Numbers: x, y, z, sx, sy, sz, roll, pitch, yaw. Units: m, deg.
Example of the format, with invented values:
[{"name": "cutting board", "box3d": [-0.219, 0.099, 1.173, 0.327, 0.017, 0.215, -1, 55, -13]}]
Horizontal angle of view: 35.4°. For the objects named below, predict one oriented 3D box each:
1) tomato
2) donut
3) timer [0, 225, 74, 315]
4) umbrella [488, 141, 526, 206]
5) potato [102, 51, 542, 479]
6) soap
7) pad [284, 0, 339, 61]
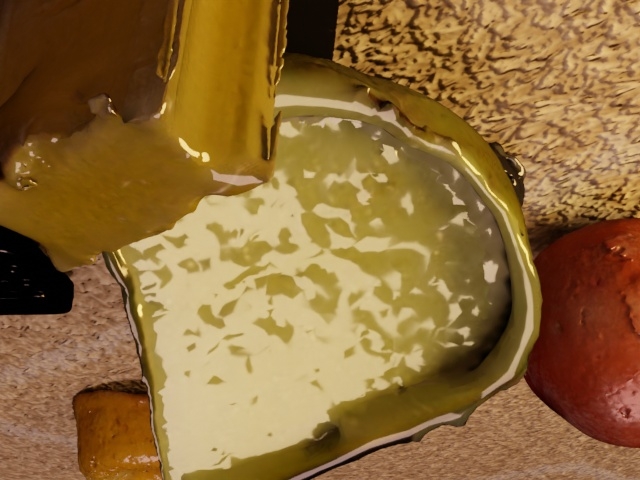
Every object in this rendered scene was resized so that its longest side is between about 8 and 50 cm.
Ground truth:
[{"name": "tomato", "box3d": [0.272, 0.086, 0.899, 0.208, 0.208, 0.184, 13, 135, -26]}, {"name": "donut", "box3d": [-0.216, 0.288, 1.415, 0.278, 0.108, 0.277, -1, 154, -1]}, {"name": "timer", "box3d": [-0.320, 0.024, 0.931, 0.144, 0.055, 0.187, 0, 158, 3]}, {"name": "umbrella", "box3d": [0.030, 0.038, 0.864, 0.337, 0.154, 0.128, -18, -170, 33]}, {"name": "potato", "box3d": [0.000, 0.000, 0.725, 0.280, 0.212, 0.330, -8, 117, 3]}, {"name": "soap", "box3d": [-0.083, -0.112, 0.448, 0.135, 0.233, 0.076, -20, 140, 32]}, {"name": "pad", "box3d": [-0.122, -0.146, 0.635, 0.267, 0.004, 0.181, 0, 154, -3]}]
